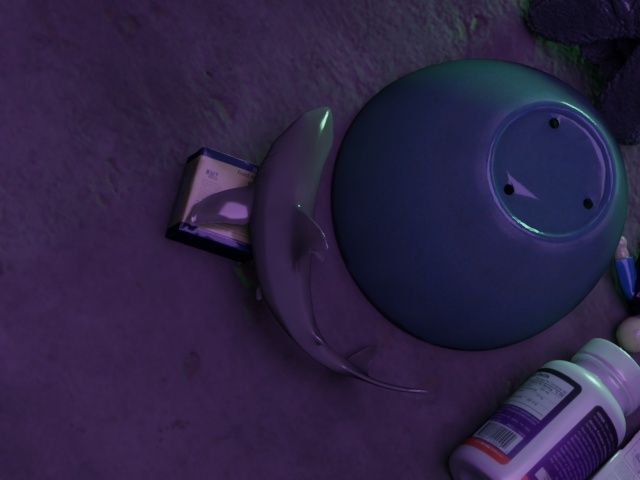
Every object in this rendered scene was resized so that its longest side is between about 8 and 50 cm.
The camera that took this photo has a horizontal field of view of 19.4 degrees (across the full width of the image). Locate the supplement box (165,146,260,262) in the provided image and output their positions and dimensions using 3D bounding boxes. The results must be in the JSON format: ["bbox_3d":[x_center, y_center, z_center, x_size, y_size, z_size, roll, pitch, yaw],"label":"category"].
[{"bbox_3d":[-0.091,-0.033,1.758,0.083,0.056,0.083,18,77,-16],"label":"supplement box"}]

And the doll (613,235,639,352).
[{"bbox_3d":[0.350,0.028,1.910,0.129,0.046,0.189,32,79,-22],"label":"doll"}]

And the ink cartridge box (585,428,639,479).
[{"bbox_3d":[0.320,0.300,1.841,0.181,0.056,0.224,52,43,1],"label":"ink cartridge box"}]

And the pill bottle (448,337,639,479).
[{"bbox_3d":[0.226,0.185,1.808,0.193,0.108,0.108,-41,96,-20],"label":"pill bottle"}]

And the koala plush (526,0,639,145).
[{"bbox_3d":[0.369,-0.241,1.897,0.221,0.203,0.196,-37,95,-33],"label":"koala plush"}]

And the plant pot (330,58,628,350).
[{"bbox_3d":[0.179,-0.048,1.783,0.290,0.195,0.290,3,80,-19],"label":"plant pot"}]

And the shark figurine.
[{"bbox_3d":[-0.007,0.027,1.701,0.166,0.116,0.278,-19,97,-32],"label":"shark figurine"}]
